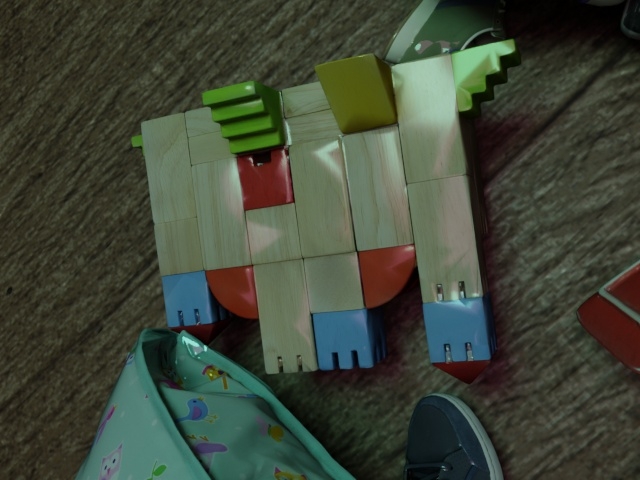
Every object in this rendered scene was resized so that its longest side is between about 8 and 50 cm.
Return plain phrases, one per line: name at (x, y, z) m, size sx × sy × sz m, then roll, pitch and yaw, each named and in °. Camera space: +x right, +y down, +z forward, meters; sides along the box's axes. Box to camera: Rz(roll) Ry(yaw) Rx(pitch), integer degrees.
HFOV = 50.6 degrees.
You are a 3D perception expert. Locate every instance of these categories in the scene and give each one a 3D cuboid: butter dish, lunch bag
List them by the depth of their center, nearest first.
lunch bag at (-0.113, 0.211, 0.516) m, size 0.262 × 0.160 × 0.223 m, roll 30°, pitch 98°, yaw 51°
butter dish at (0.307, 0.064, 0.520) m, size 0.160 × 0.160 × 0.118 m, roll -38°, pitch 96°, yaw 9°

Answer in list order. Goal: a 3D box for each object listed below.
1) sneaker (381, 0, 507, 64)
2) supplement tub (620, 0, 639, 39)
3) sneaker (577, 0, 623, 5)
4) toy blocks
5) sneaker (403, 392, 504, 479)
sneaker at (0.147, -0.224, 0.649) m, size 0.086 × 0.064 × 0.192 m, roll 38°, pitch 85°, yaw 0°
supplement tub at (0.356, -0.205, 0.545) m, size 0.190 × 0.117 × 0.117 m, roll 18°, pitch 88°, yaw 19°
sneaker at (0.161, -0.352, 0.572) m, size 0.236 × 0.130 × 0.323 m, roll 12°, pitch 71°, yaw 1°
toy blocks at (0.000, 0.000, 0.611) m, size 0.381 × 0.191 × 0.261 m, roll -7°, pitch 90°, yaw 21°
sneaker at (0.072, 0.225, 0.529) m, size 0.086 × 0.163 × 0.226 m, roll -25°, pitch 58°, yaw 39°
